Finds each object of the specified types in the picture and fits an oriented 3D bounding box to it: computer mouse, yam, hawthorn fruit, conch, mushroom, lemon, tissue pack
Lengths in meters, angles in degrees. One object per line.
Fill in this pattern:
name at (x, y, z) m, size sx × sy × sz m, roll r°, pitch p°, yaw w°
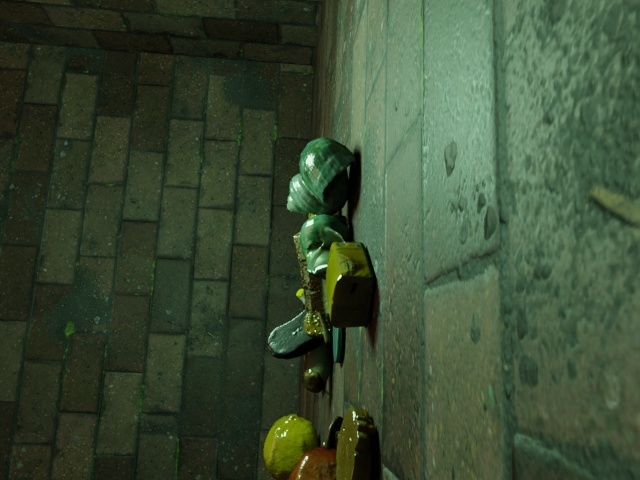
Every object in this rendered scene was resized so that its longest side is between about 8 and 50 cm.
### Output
computer mouse at (-0.059, 0.291, 1.693) m, size 0.122 × 0.217 × 0.073 m, roll 57°, pitch 175°, yaw 29°
yam at (0.001, 0.186, 1.600) m, size 0.029 × 0.027 × 0.234 m, roll 137°, pitch 128°, yaw -58°
hawthorn fruit at (-0.005, 0.522, 1.120) m, size 0.173 × 0.174 × 0.179 m, roll -171°, pitch 83°, yaw -86°
conch at (0.020, 0.015, 1.402) m, size 0.176 × 0.122 × 0.188 m, roll -26°, pitch 58°, yaw 54°
mushroom at (-0.006, 0.327, 1.764) m, size 0.107 × 0.087 × 0.333 m, roll 101°, pitch 175°, yaw -50°
lemon at (-0.102, 0.749, 1.953) m, size 0.204 × 0.204 × 0.260 m, roll 172°, pitch 103°, yaw -86°
tissue pack at (0.056, 0.086, 1.109) m, size 0.169 × 0.082 × 0.120 m, roll -97°, pitch 12°, yaw -67°
conch at (0.005, -0.157, 1.438) m, size 0.277 × 0.195 × 0.220 m, roll -34°, pitch 27°, yaw 36°

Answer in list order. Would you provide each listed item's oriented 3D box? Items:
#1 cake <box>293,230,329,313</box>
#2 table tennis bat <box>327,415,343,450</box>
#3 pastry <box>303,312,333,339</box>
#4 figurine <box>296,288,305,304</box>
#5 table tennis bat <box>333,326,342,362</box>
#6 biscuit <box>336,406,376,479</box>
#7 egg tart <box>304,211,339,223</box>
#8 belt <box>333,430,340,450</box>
cake at (0.009, 0.077, 1.581) m, size 0.135 × 0.112 × 0.246 m, roll -47°, pitch -49°, yaw -65°
table tennis bat at (0.041, 0.486, 1.281) m, size 0.087 × 0.013 × 0.156 m, roll -37°, pitch -54°, yaw -58°
pastry at (0.001, 0.244, 1.627) m, size 0.097 × 0.109 × 0.057 m, roll 46°, pitch 170°, yaw 18°
figurine at (-0.028, 0.178, 2.153) m, size 0.129 × 0.109 × 0.178 m, roll 60°, pitch -151°, yaw -55°
table tennis bat at (0.047, 0.219, 1.469) m, size 0.149 × 0.038 × 0.237 m, roll -92°, pitch 3°, yaw -64°
biscuit at (0.069, 0.379, 0.980) m, size 0.170 × 0.050 × 0.170 m, roll -169°, pitch 90°, yaw -83°
egg tart at (0.000, 0.000, 1.749) m, size 0.291 × 0.107 × 0.290 m, roll -176°, pitch 90°, yaw -86°
belt at (0.052, 0.466, 1.220) m, size 0.059 × 0.036 × 0.083 m, roll -116°, pitch 29°, yaw -68°
